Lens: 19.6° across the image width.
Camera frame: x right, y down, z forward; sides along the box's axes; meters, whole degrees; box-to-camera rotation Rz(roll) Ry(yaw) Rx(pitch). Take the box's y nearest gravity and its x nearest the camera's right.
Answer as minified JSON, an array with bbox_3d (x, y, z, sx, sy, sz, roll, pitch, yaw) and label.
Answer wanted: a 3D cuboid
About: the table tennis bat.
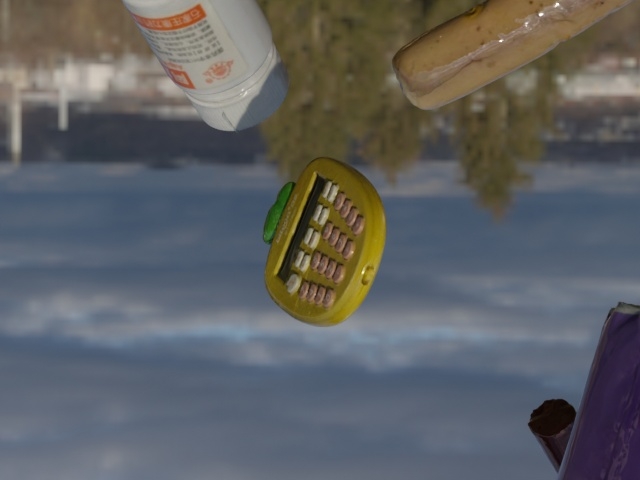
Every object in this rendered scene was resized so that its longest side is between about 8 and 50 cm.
[{"bbox_3d":[0.325,0.331,1.933,0.051,0.415,0.268,-34,-153,-6],"label":"table tennis bat"}]

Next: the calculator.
[{"bbox_3d":[0.000,0.000,1.675,0.032,0.146,0.235,19,-172,-23],"label":"calculator"}]

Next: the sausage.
[{"bbox_3d":[0.188,-0.189,1.366,0.301,0.066,0.066,-32,175,12],"label":"sausage"}]

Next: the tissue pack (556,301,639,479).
[{"bbox_3d":[0.301,0.231,1.551,0.160,0.338,0.242,19,175,-23],"label":"tissue pack"}]

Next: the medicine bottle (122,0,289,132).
[{"bbox_3d":[-0.136,-0.254,2.226,0.144,0.144,0.252,2,147,28],"label":"medicine bottle"}]
